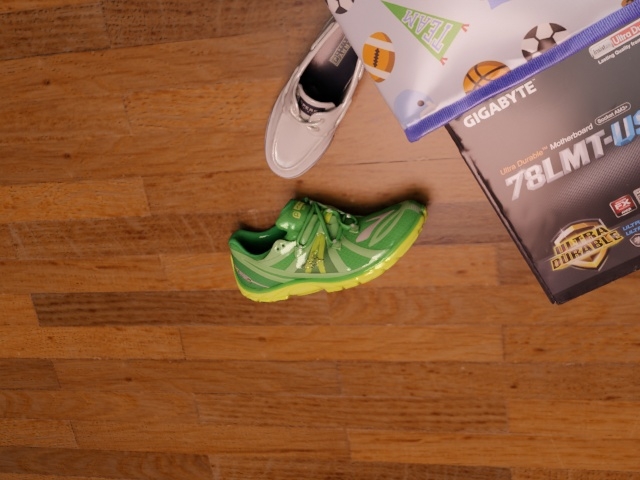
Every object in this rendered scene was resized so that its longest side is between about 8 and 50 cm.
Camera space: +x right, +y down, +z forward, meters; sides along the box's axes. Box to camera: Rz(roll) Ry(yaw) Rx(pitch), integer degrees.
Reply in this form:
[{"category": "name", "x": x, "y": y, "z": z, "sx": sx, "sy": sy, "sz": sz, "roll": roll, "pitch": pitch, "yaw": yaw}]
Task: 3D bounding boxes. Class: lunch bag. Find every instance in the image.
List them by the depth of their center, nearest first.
[{"category": "lunch bag", "x": 0.191, "y": -0.342, "z": 0.813, "sx": 0.385, "sy": 0.239, "sz": 0.328, "roll": -28, "pitch": 103, "yaw": 32}]

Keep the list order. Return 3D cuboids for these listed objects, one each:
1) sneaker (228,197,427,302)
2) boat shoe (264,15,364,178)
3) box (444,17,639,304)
[{"category": "sneaker", "x": 0.000, "y": 0.000, "z": 1.092, "sx": 0.295, "sy": 0.109, "sz": 0.124, "roll": -17, "pitch": 113, "yaw": 22}, {"category": "boat shoe", "x": -0.009, "y": -0.182, "z": 1.023, "sx": 0.095, "sy": 0.084, "sz": 0.258, "roll": 27, "pitch": 118, "yaw": 1}, {"category": "box", "x": 0.343, "y": -0.107, "z": 0.974, "sx": 0.295, "sy": 0.073, "sz": 0.293, "roll": -28, "pitch": 106, "yaw": 24}]
